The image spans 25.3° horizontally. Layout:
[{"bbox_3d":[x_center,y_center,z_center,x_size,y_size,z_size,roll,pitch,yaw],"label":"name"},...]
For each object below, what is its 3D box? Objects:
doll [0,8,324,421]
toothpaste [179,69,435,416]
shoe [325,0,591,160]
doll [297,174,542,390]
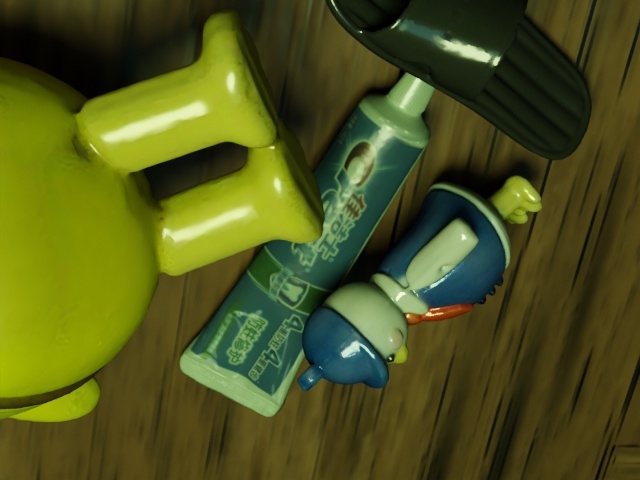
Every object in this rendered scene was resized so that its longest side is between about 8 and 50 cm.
[{"bbox_3d":[-0.179,0.026,0.583,0.363,0.145,0.199,-20,127,8],"label":"doll"},{"bbox_3d":[0.000,0.000,0.669,0.057,0.035,0.197,28,112,-9],"label":"toothpaste"},{"bbox_3d":[0.074,-0.086,0.613,0.159,0.053,0.062,33,78,-33],"label":"shoe"},{"bbox_3d":[0.042,0.020,0.656,0.143,0.099,0.057,-40,84,-19],"label":"doll"}]
